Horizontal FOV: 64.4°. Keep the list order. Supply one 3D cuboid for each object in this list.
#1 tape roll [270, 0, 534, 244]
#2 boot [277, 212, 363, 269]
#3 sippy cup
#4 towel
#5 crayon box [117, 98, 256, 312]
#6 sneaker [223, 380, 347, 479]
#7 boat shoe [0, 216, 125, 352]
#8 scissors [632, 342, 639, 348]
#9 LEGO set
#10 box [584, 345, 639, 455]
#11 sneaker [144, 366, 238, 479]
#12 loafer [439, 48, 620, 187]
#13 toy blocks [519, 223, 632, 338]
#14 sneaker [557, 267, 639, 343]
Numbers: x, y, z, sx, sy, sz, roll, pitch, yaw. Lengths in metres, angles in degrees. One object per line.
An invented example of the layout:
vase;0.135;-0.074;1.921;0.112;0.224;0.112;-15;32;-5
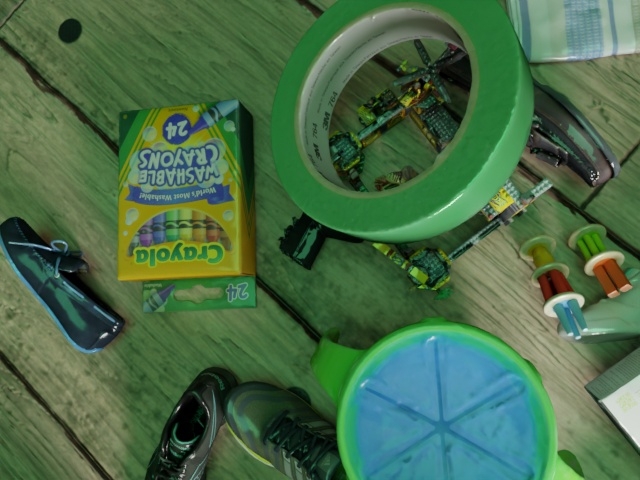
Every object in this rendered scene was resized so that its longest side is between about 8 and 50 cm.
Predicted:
tape roll;0.086;-0.159;0.622;0.321;0.077;0.321;-8;76;32
boot;0.000;0.000;0.786;0.121;0.045;0.099;32;88;19
sippy cup;0.149;0.214;0.645;0.240;0.224;0.306;-29;79;6
towel;0.423;-0.378;0.762;0.284;0.034;0.209;-3;84;9
crayon box;-0.211;-0.049;0.809;0.203;0.083;0.323;-4;83;10
sneaker;-0.006;0.291;0.703;0.299;0.121;0.111;31;66;9
boat shoe;-0.416;0.060;0.836;0.089;0.109;0.258;-37;95;-3
scissors;0.562;0.228;0.674;0.297;0.021;0.109;16;88;10
LEGO set;0.143;-0.094;0.696;0.254;0.192;0.331;-28;79;5
box;0.527;0.243;0.623;0.232;0.058;0.322;-39;89;9
sneaker;-0.214;0.318;0.757;0.101;0.106;0.268;20;89;10
loafer;0.287;-0.181;0.733;0.095;0.109;0.303;-38;71;11
toy blocks;0.350;0.055;0.678;0.123;0.054;0.148;-13;47;9
sneaker;0.424;0.084;0.697;0.212;0.080;0.094;-11;69;3
